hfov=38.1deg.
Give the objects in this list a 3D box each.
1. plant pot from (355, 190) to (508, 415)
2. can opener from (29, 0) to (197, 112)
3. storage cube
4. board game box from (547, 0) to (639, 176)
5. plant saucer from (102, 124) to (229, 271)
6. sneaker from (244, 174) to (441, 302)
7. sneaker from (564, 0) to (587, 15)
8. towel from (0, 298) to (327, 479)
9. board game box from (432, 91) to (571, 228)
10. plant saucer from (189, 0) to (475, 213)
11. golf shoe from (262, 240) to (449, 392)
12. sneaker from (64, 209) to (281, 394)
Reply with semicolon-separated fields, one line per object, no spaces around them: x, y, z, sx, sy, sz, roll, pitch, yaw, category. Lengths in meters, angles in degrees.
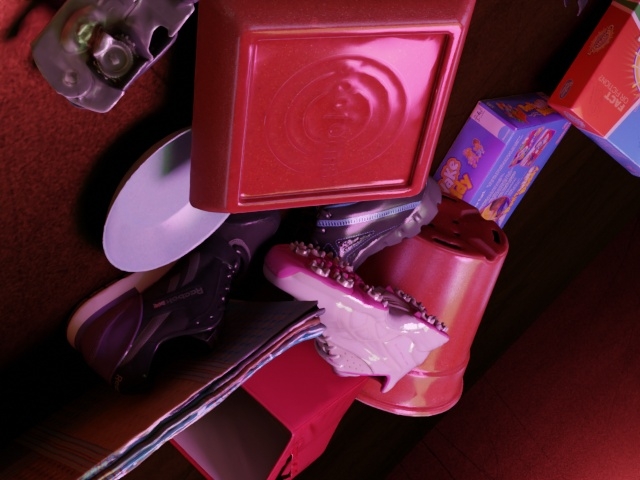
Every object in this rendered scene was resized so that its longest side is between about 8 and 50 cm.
0.142;0.076;1.407;0.272;0.272;0.265;-17;136;-51;plant pot
-0.107;-0.217;0.706;0.283;0.076;0.095;-49;-170;2;can opener
-0.080;0.230;1.313;0.193;0.215;0.183;-27;150;-51;storage cube
0.549;-0.291;1.520;0.242;0.064;0.316;30;93;-29;board game box
-0.150;-0.053;0.945;0.195;0.037;0.195;-37;155;-21;plant saucer
0.000;0.000;1.236;0.341;0.125;0.139;-46;133;-3;sneaker
0.363;-0.382;1.288;0.089;0.051;0.170;-55;160;8;sneaker
-0.193;0.178;1.046;0.370;0.040;0.271;-35;-165;-28;towel
0.267;-0.082;1.574;0.233;0.078;0.347;-16;143;-51;board game box
0.013;-0.124;0.868;0.259;0.047;0.258;-7;135;-18;plant saucer
0.032;0.107;1.168;0.306;0.115;0.140;30;102;-37;golf shoe
-0.135;0.067;1.050;0.283;0.124;0.107;-39;154;-20;sneaker
